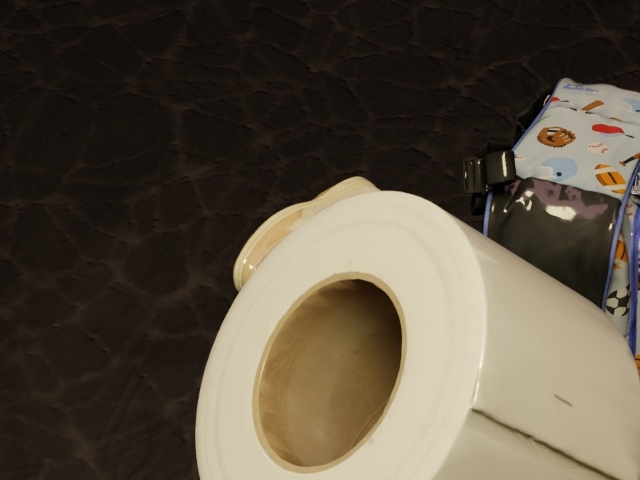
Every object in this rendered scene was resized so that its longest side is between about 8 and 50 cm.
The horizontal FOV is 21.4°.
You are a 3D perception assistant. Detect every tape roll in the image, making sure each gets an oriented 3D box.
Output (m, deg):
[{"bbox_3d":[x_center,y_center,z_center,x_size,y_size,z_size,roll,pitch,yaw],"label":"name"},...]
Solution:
[{"bbox_3d":[0.061,0.111,1.092,0.246,0.169,0.246,-26,50,36],"label":"tape roll"}]

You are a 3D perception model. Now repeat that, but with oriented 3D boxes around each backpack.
[{"bbox_3d":[0.218,0.002,1.313,0.213,0.276,0.263,11,38,10],"label":"backpack"}]

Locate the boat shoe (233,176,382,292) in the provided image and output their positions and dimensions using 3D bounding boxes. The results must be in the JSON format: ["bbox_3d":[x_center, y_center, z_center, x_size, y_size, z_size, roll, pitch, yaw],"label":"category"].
[{"bbox_3d":[0.000,0.000,1.470,0.170,0.063,0.059,-35,44,-29],"label":"boat shoe"}]
